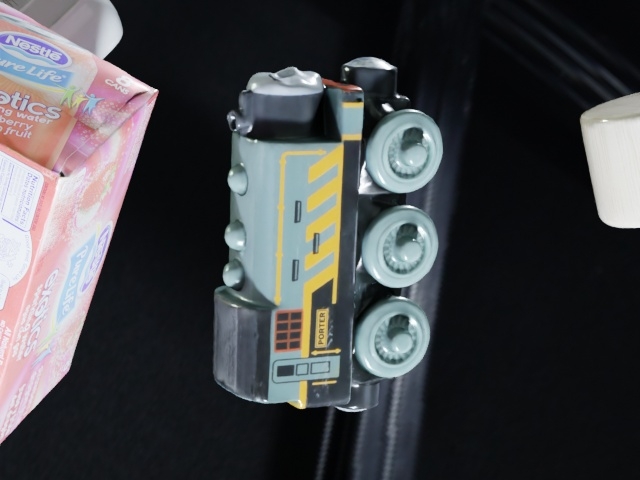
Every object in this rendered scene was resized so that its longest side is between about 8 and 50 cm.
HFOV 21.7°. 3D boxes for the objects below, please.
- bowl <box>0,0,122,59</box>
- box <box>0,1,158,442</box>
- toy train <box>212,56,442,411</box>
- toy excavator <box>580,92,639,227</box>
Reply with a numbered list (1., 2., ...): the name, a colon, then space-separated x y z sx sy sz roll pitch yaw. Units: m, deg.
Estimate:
1. bowl: -0.247 -0.180 1.338 0.142 0.053 0.142 39 -112 18
2. box: -0.246 -0.002 1.218 0.154 0.300 0.142 29 -141 9
3. toy train: 0.000 0.000 1.523 0.190 0.142 0.333 -4 -76 -28
4. toy excavator: 0.460 -0.120 1.144 0.445 0.433 0.222 -19 -79 -42
